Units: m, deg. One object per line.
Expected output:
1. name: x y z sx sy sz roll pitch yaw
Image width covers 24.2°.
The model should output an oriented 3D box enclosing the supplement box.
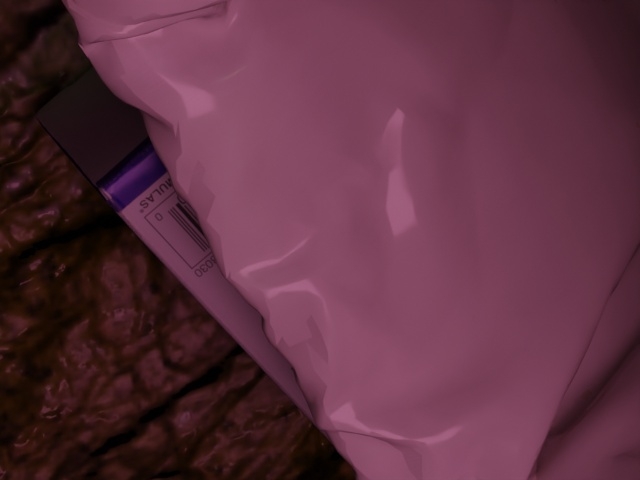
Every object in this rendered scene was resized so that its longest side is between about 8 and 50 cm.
1. supplement box: 0.000 0.000 0.636 0.111 0.114 0.220 -42 120 -4

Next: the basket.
1. basket: 0.159 -0.032 0.468 0.266 0.328 0.331 -45 121 -28
